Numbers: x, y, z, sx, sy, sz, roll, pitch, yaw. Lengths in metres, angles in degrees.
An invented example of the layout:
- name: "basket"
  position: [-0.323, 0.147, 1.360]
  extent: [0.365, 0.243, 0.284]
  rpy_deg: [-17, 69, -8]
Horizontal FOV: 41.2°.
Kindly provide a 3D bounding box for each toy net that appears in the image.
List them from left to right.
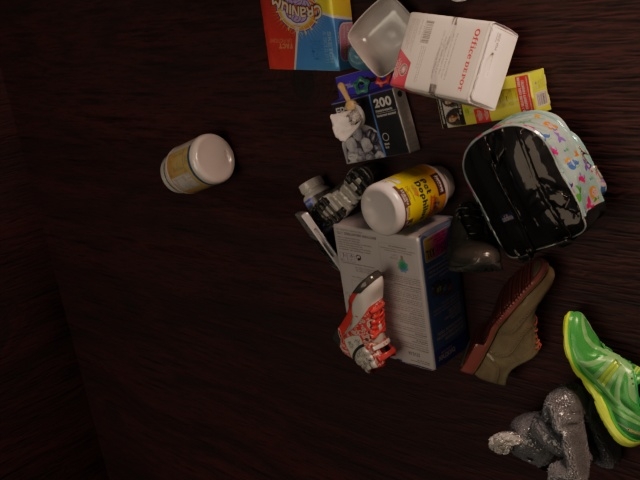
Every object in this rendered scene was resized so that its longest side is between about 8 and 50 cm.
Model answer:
- name: "toy net"
  position: [0.095, -0.332, 1.916]
  extent: [0.122, 0.045, 0.232]
  rpy_deg: [17, 99, 20]

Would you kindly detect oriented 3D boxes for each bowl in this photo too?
- name: "bowl"
  position: [0.147, -0.437, 1.832]
  extent: [0.142, 0.053, 0.142]
  rpy_deg: [-42, 77, 24]

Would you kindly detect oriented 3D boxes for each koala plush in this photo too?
- name: "koala plush"
  position: [0.490, 0.416, 1.836]
  extent: [0.221, 0.196, 0.203]
  rpy_deg: [-24, 80, 50]

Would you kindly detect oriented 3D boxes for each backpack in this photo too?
- name: "backpack"
  position: [0.406, -0.120, 1.635]
  extent: [0.225, 0.191, 0.253]
  rpy_deg: [-26, 99, 49]

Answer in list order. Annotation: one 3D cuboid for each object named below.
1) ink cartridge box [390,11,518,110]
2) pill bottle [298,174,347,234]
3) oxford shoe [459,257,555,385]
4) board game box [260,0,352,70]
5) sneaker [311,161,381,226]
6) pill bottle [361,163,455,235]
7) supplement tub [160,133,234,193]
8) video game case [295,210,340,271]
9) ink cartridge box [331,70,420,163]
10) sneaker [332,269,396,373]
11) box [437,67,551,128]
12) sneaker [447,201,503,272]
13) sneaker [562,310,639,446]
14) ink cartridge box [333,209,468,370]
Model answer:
- name: "ink cartridge box"
  position: [0.262, -0.357, 1.691]
  extent: [0.218, 0.092, 0.159]
  rpy_deg: [24, 101, 47]
- name: "pill bottle"
  position: [0.005, -0.091, 2.158]
  extent: [0.078, 0.078, 0.137]
  rpy_deg: [-34, 84, 49]
- name: "oxford shoe"
  position: [0.431, 0.180, 1.849]
  extent: [0.130, 0.123, 0.348]
  rpy_deg: [27, 130, 2]
- name: "board game box"
  position: [-0.038, -0.558, 1.980]
  extent: [0.242, 0.064, 0.317]
  rpy_deg: [12, 117, 43]
- name: "sneaker"
  position: [0.070, -0.112, 2.055]
  extent: [0.078, 0.106, 0.234]
  rpy_deg: [50, 132, 4]
- name: "pill bottle"
  position: [0.196, -0.095, 1.851]
  extent: [0.117, 0.215, 0.117]
  rpy_deg: [23, 125, 38]
- name: "supplement tub"
  position: [-0.352, -0.213, 2.422]
  extent: [0.199, 0.144, 0.144]
  rpy_deg: [-14, 99, 49]
- name: "video game case"
  position: [0.000, 0.000, 2.150]
  extent: [0.173, 0.022, 0.190]
  rpy_deg: [55, 176, -6]
- name: "ink cartridge box"
  position: [0.118, -0.291, 1.967]
  extent: [0.206, 0.045, 0.208]
  rpy_deg: [-5, 103, 47]
- name: "sneaker"
  position: [0.126, 0.194, 1.944]
  extent: [0.145, 0.090, 0.270]
  rpy_deg: [44, 140, 21]
- name: "box"
  position: [0.345, -0.283, 1.720]
  extent: [0.232, 0.058, 0.087]
  rpy_deg: [-1, 107, 46]
- name: "sneaker"
  position: [0.310, -0.010, 1.765]
  extent: [0.286, 0.109, 0.130]
  rpy_deg: [-96, 4, -77]
- name: "sneaker"
  position: [0.591, 0.266, 1.725]
  extent: [0.123, 0.109, 0.296]
  rpy_deg: [-33, 82, 26]
- name: "ink cartridge box"
  position: [0.194, 0.136, 2.019]
  extent: [0.270, 0.151, 0.396]
  rpy_deg: [10, 115, 44]
